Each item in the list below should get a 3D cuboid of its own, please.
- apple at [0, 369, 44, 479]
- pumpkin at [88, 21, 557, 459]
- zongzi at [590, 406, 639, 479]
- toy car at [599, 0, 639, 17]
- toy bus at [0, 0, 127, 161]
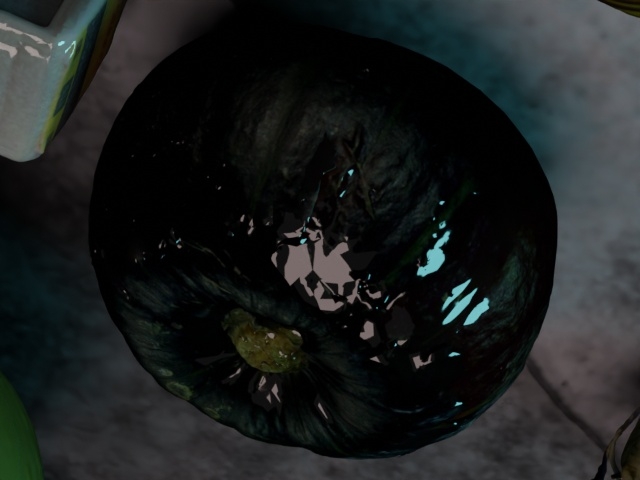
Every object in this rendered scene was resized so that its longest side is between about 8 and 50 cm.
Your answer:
[{"bbox_3d":[-0.374,0.173,0.803,0.474,0.473,0.473,8,132,9],"label":"apple"},{"bbox_3d":[0.000,0.000,0.757,0.233,0.163,0.233,16,140,14],"label":"pumpkin"},{"bbox_3d":[0.263,0.156,0.890,0.205,0.094,0.204,14,158,16],"label":"zongzi"},{"bbox_3d":[0.122,-0.184,0.576,0.248,0.142,0.200,40,129,-18],"label":"toy car"},{"bbox_3d":[-0.258,-0.154,0.711,0.343,0.138,0.097,22,133,-5],"label":"toy bus"}]
